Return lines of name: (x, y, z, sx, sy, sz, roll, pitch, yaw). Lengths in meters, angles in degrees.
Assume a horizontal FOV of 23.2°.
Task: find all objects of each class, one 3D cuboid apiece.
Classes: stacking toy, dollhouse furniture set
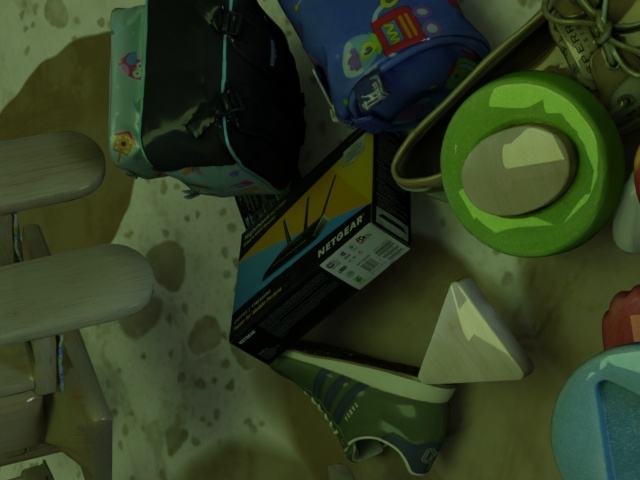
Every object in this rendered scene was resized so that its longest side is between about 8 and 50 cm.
stacking toy: (0.176, 0.033, 1.024, 0.279, 0.130, 0.309, 16, 108, 27)
dollhouse furniture set: (-0.153, 0.158, 1.292, 0.362, 0.256, 0.394, 99, 151, -47)

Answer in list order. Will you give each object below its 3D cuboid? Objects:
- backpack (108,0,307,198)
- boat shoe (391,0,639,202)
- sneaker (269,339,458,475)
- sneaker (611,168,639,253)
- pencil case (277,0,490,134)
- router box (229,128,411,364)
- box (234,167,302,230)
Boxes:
backpack: (-0.089, -0.116, 1.271, 0.144, 0.188, 0.166, -7, 77, 22)
boat shoe: (0.172, -0.112, 1.118, 0.285, 0.089, 0.104, -43, 60, 32)
sneaker: (0.024, 0.136, 1.260, 0.192, 0.064, 0.086, 11, 95, 42)
sneaker: (0.255, -0.044, 1.064, 0.061, 0.053, 0.152, 49, 119, 29)
pencil case: (0.013, -0.217, 1.246, 0.133, 0.119, 0.306, -35, 62, 11)
router box: (0.000, 0.000, 1.260, 0.179, 0.046, 0.133, -41, 29, 33)
box: (-0.049, -0.054, 1.366, 0.067, 0.018, 0.083, -36, 65, 35)
